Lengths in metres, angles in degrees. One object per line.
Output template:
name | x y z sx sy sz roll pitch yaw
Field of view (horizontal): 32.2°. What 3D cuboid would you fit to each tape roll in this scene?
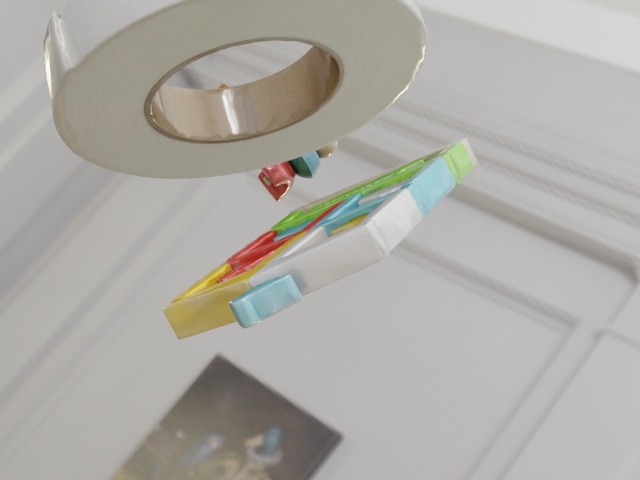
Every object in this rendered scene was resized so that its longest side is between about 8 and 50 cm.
tape roll | -0.085 -0.179 1.132 0.392 0.392 0.072 97 -20 -70

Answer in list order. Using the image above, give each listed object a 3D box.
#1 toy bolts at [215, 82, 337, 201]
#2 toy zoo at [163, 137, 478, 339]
toy bolts | -0.078 -0.213 2.018 0.228 0.158 0.218 52 -11 12
toy zoo | 0.000 0.000 0.884 0.192 0.293 0.030 -22 -81 30
